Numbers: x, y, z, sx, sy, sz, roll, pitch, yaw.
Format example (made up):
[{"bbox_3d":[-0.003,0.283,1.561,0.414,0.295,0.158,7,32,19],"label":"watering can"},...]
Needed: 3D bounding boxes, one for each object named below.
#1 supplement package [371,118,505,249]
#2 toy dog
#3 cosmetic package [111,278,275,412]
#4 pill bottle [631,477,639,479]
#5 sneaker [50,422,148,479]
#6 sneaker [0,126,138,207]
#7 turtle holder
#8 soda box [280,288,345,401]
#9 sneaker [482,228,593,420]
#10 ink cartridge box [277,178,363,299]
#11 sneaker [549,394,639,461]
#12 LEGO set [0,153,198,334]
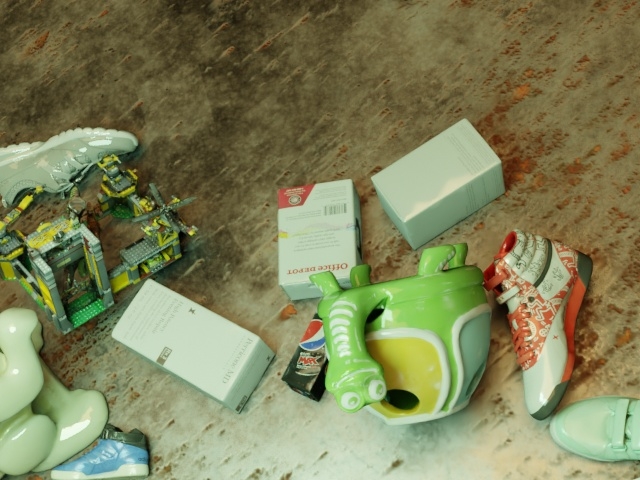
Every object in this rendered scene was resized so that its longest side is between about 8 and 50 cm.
[{"bbox_3d":[0.188,-0.088,1.496,0.179,0.105,0.105,-32,61,-2],"label":"supplement package"},{"bbox_3d":[-0.583,0.209,1.387,0.395,0.408,0.284,-37,60,-5],"label":"toy dog"},{"bbox_3d":[-0.202,0.165,1.492,0.231,0.085,0.117,23,73,25],"label":"cosmetic package"},{"bbox_3d":[0.393,0.376,1.112,0.161,0.283,0.161,-6,63,13],"label":"pill bottle"},{"bbox_3d":[-0.341,0.329,1.461,0.152,0.058,0.084,-7,69,7],"label":"sneaker"},{"bbox_3d":[-0.462,-0.135,1.719,0.281,0.105,0.115,-14,92,6],"label":"sneaker"},{"bbox_3d":[0.123,0.133,1.294,0.243,0.320,0.227,-12,87,1],"label":"turtle holder"},{"bbox_3d":[0.006,0.158,1.451,0.053,0.060,0.169,20,72,24],"label":"soda box"},{"bbox_3d":[0.291,0.112,1.349,0.145,0.090,0.270,24,64,-7],"label":"sneaker"},{"bbox_3d":[0.000,0.000,1.522,0.127,0.072,0.175,-7,63,11],"label":"ink cartridge box"},{"bbox_3d":[0.432,0.238,1.245,0.256,0.151,0.094,1,67,17],"label":"sneaker"},{"bbox_3d":[-0.378,-0.027,1.514,0.331,0.192,0.255,-26,56,-22],"label":"LEGO set"}]
